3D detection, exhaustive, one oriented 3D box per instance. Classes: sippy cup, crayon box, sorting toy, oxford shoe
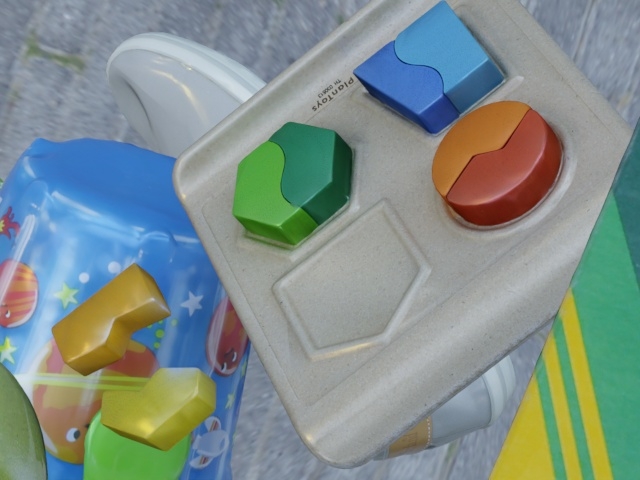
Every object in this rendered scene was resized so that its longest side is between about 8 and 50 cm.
[{"bbox_3d":[-0.142,0.062,1.102,0.305,0.240,0.224,31,111,33],"label":"sippy cup"},{"bbox_3d":[0.096,0.125,0.546,0.083,0.203,0.323,15,53,17],"label":"crayon box"},{"bbox_3d":[0.000,0.000,0.860,0.307,0.041,0.229,-38,47,7],"label":"sorting toy"},{"bbox_3d":[-0.039,-0.001,1.345,0.130,0.169,0.449,-35,67,-21],"label":"oxford shoe"}]

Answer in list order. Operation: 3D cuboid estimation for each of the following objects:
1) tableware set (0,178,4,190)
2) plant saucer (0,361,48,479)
[{"bbox_3d":[-0.223,0.004,1.393,0.024,0.104,0.154,-41,59,10],"label":"tableware set"},{"bbox_3d":[-0.193,0.138,0.612,0.037,0.241,0.241,38,93,38],"label":"plant saucer"}]
